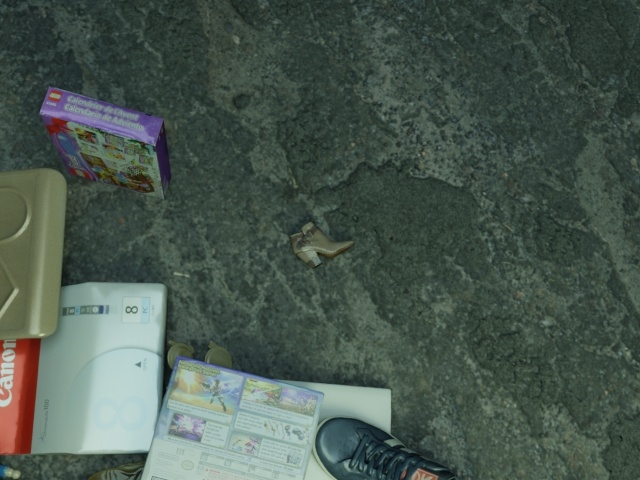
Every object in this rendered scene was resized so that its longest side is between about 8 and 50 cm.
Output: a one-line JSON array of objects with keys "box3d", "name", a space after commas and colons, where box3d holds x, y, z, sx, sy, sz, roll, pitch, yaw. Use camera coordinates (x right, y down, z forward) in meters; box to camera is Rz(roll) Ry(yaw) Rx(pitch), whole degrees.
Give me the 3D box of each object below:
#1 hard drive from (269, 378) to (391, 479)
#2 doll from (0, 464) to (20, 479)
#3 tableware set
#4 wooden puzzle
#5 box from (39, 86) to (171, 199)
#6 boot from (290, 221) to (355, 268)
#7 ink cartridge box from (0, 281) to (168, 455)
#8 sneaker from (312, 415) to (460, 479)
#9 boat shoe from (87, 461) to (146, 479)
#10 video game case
[{"box3d": [-0.044, 0.379, 1.407, 0.353, 0.047, 0.233, 7, 72, -14], "name": "hard drive"}, {"box3d": [-0.567, 0.438, 1.312, 0.129, 0.046, 0.189, -37, 86, 10], "name": "doll"}, {"box3d": [-0.230, 0.264, 1.413, 0.141, 0.020, 0.169, 24, 64, -39], "name": "tableware set"}, {"box3d": [-0.646, 0.034, 1.404, 0.347, 0.080, 0.322, -3, 72, 1], "name": "wooden puzzle"}, {"box3d": [-0.387, -0.171, 1.414, 0.201, 0.293, 0.057, 15, 73, -5], "name": "box"}, {"box3d": [0.000, 0.000, 1.557, 0.118, 0.042, 0.087, -28, 77, -16], "name": "boot"}, {"box3d": [-0.478, 0.231, 1.383, 0.385, 0.091, 0.308, 2, 73, -10], "name": "ink cartridge box"}, {"box3d": [0.149, 0.417, 1.346, 0.350, 0.148, 0.131, 31, 68, -5], "name": "sneaker"}, {"box3d": [-0.347, 0.428, 1.366, 0.135, 0.045, 0.050, -4, 81, -14], "name": "boat shoe"}, {"box3d": [-0.152, 0.352, 1.316, 0.269, 0.061, 0.244, 15, 75, -1], "name": "video game case"}]
